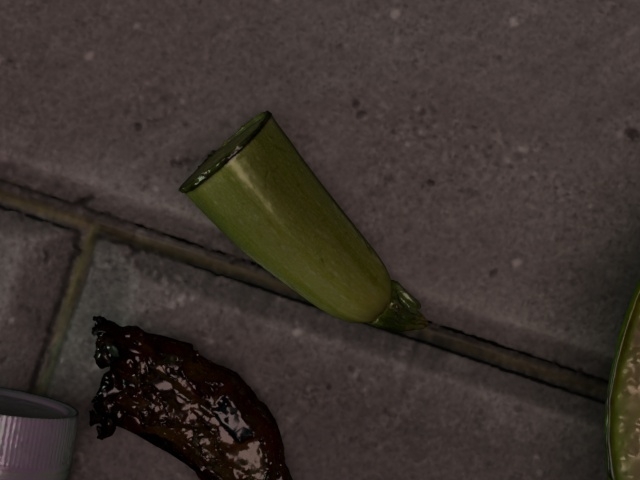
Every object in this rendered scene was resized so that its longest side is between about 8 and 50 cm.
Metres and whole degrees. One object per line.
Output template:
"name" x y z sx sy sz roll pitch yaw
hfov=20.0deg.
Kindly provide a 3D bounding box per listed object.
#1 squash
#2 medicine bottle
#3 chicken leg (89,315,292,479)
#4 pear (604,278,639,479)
"squash" 0.000 0.000 1.430 0.224 0.094 0.094 43 89 -13
"medicine bottle" -0.263 0.232 1.386 0.139 0.139 0.226 10 93 -6
"chicken leg" -0.098 0.147 1.434 0.234 0.063 0.105 37 95 -7
"pear" 0.387 0.126 1.425 0.398 0.165 0.399 0 94 -5
